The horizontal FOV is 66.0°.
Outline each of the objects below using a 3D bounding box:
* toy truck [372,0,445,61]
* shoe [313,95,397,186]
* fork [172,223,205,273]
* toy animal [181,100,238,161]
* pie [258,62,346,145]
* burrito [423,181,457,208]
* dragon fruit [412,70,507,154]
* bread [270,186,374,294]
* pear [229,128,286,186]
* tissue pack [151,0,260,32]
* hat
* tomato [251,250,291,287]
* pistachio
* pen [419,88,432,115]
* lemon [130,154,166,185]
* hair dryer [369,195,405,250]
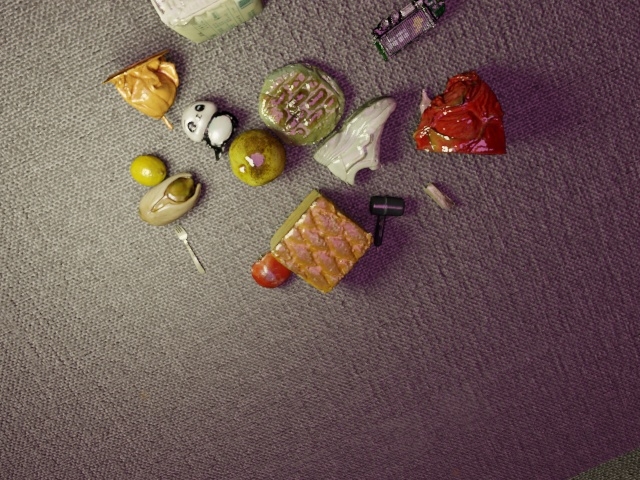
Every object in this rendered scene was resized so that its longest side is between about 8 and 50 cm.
[{"bbox_3d":[0.300,-0.737,1.665,0.259,0.088,0.121,-35,104,7],"label":"toy truck"},{"bbox_3d":[0.161,-0.346,1.745,0.342,0.132,0.210,-41,107,12],"label":"shoe"},{"bbox_3d":[-0.488,0.033,1.851,0.034,0.028,0.219,-28,110,-5],"label":"fork"},{"bbox_3d":[-0.388,-0.386,1.680,0.179,0.138,0.166,30,85,-17],"label":"toy animal"},{"bbox_3d":[-0.068,-0.471,1.717,0.307,0.071,0.306,-1,105,-2],"label":"pie"},{"bbox_3d":[0.451,-0.163,1.859,0.149,0.041,0.055,39,86,-14],"label":"burrito"},{"bbox_3d":[0.479,-0.434,1.732,0.303,0.240,0.330,2,80,5],"label":"dragon fruit"},{"bbox_3d":[0.000,0.000,1.782,0.279,0.207,0.279,36,98,-16],"label":"bread"},{"bbox_3d":[-0.210,-0.290,1.699,0.197,0.197,0.197,-1,106,-4],"label":"pear"},{"bbox_3d":[-0.335,-0.744,1.460,0.297,0.380,0.207,-26,106,2],"label":"tissue pack"},{"bbox_3d":[-0.551,-0.467,1.623,0.234,0.244,0.233,-20,120,9],"label":"hat"},{"bbox_3d":[-0.183,0.117,1.861,0.159,0.091,0.139,-36,106,3],"label":"tomato"},{"bbox_3d":[-0.527,-0.142,1.728,0.238,0.153,0.137,-37,108,-1],"label":"pistachio"},{"bbox_3d":[0.394,-0.451,1.780,0.053,0.032,0.197,-18,108,1],"label":"pen"},{"bbox_3d":[-0.601,-0.244,1.716,0.133,0.109,0.109,15,105,14],"label":"lemon"},{"bbox_3d":[0.240,-0.061,1.863,0.125,0.071,0.219,6,112,-6],"label":"hair dryer"}]
